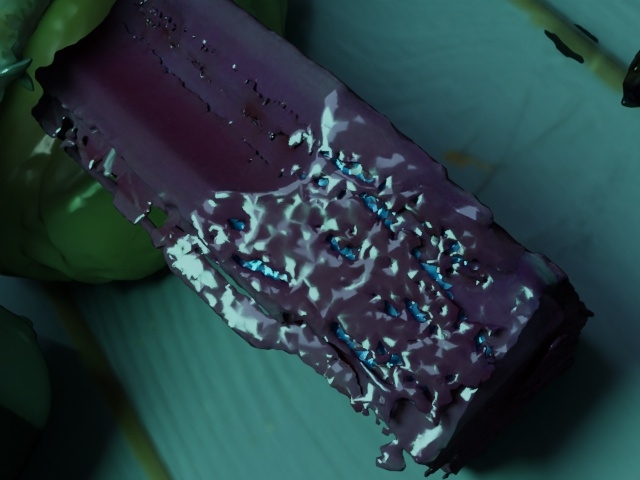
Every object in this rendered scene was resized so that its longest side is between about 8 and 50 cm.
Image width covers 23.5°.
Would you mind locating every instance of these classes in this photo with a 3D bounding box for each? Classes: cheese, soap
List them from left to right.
[{"bbox_3d":[-0.117,-0.081,0.821,0.214,0.117,0.226,16,80,41],"label":"cheese"},{"bbox_3d":[0.000,0.000,0.635,0.099,0.162,0.250,-46,45,-1],"label":"soap"}]

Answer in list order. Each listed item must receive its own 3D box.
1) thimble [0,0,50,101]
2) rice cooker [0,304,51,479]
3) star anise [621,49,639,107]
[{"bbox_3d":[-0.189,-0.131,0.691,0.196,0.148,0.229,-35,28,47],"label":"thimble"},{"bbox_3d":[-0.325,0.123,0.710,0.335,0.335,0.325,14,74,44],"label":"rice cooker"},{"bbox_3d":[0.190,-0.071,0.592,0.168,0.057,0.167,-13,63,27],"label":"star anise"}]
